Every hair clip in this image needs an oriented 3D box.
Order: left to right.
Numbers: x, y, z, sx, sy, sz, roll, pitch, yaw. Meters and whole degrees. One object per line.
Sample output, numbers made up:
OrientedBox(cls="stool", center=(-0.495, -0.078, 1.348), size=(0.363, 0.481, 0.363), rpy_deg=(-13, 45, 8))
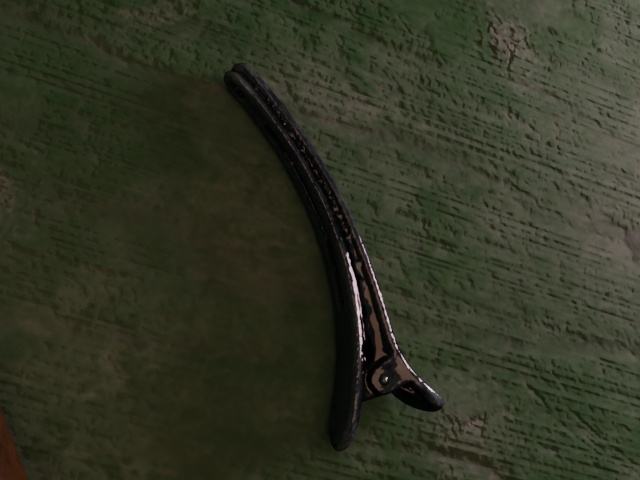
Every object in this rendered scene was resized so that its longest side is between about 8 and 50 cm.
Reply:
OrientedBox(cls="hair clip", center=(0.000, 0.000, 0.568), size=(0.083, 0.048, 0.275), rpy_deg=(-17, 79, -17))

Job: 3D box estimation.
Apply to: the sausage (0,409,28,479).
OrientedBox(cls="sausage", center=(-0.196, 0.237, 0.412), size=(0.136, 0.123, 0.501), rpy_deg=(-4, 81, -34))
